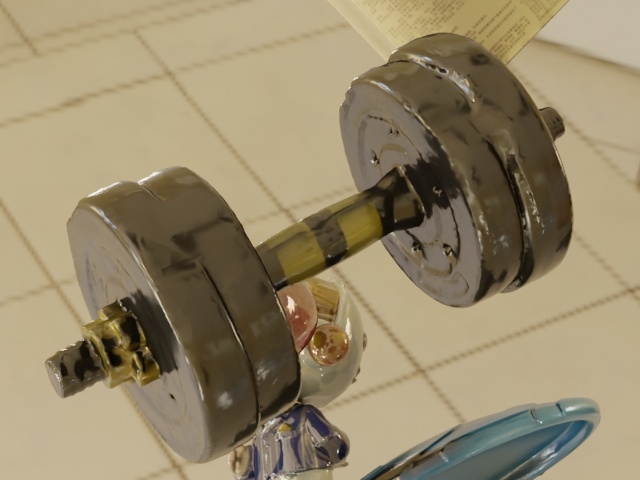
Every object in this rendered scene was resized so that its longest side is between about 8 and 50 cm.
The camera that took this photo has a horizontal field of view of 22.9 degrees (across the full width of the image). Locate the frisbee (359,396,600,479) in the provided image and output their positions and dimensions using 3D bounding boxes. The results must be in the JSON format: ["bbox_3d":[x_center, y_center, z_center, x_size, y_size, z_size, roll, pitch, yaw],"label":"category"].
[{"bbox_3d":[0.082,0.164,1.100,0.242,0.242,0.045,-19,67,-26],"label":"frisbee"}]

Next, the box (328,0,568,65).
[{"bbox_3d":[0.126,-0.244,1.390,0.212,0.168,0.095,-45,16,-3],"label":"box"}]

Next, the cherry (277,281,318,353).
[{"bbox_3d":[-0.056,0.062,1.332,0.126,0.106,0.087,-21,16,-32],"label":"cherry"}]

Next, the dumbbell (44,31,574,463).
[{"bbox_3d":[0.000,0.000,1.020,0.388,0.185,0.185,-28,53,-21],"label":"dumbbell"}]

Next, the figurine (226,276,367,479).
[{"bbox_3d":[-0.019,0.148,1.445,0.133,0.194,0.274,18,37,-33],"label":"figurine"}]
